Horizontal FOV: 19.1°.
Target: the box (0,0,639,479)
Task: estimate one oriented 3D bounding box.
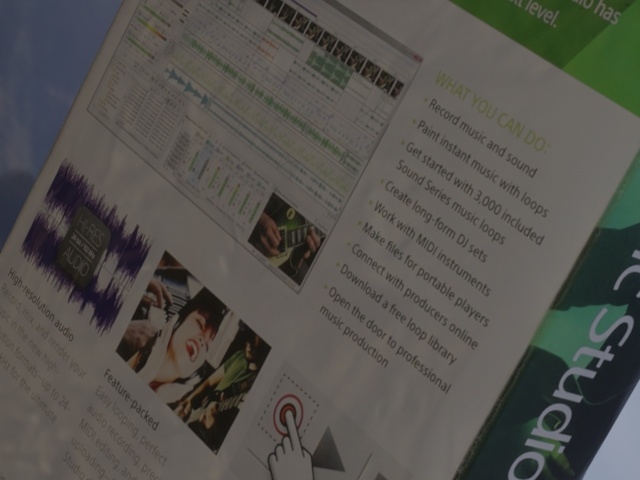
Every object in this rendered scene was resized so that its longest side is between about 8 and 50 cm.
[{"bbox_3d":[0.000,0.000,0.600,0.058,0.322,0.232,14,19,-44],"label":"box"}]
